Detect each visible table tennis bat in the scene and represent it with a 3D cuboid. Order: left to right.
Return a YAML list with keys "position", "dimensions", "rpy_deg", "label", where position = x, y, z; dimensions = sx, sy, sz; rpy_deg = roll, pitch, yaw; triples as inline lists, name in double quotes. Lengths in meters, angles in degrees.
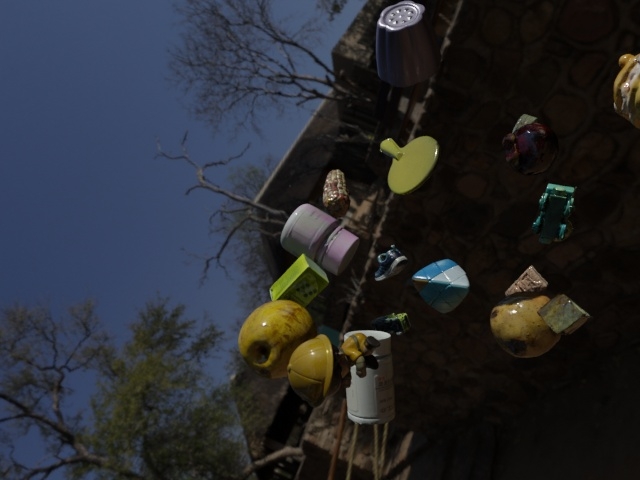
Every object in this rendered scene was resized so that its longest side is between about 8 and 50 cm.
- position: [0.301, -0.286, 1.765]
  dimensions: [0.224, 0.054, 0.368]
  rpy_deg: [-53, 29, 12]
  label: "table tennis bat"

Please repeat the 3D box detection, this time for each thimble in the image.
- position: [0.792, -0.433, 1.925]
  dimensions: [0.110, 0.062, 0.084]
  rpy_deg: [-53, -31, -14]
  label: "thimble"

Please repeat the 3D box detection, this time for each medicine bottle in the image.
- position: [-0.098, 0.208, 2.251]
  dimensions: [0.250, 0.137, 0.141]
  rpy_deg: [-46, 27, 10]
  label: "medicine bottle"
- position: [0.000, 0.000, 2.380]
  dimensions: [0.256, 0.325, 0.256]
  rpy_deg: [-55, -13, -19]
  label: "medicine bottle"
- position: [0.191, 0.524, 1.939]
  dimensions: [0.190, 0.190, 0.332]
  rpy_deg: [-17, -76, -79]
  label: "medicine bottle"

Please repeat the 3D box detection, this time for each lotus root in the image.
- position: [0.862, 0.263, 1.756]
  dimensions: [0.119, 0.138, 0.235]
  rpy_deg: [-52, -28, 16]
  label: "lotus root"

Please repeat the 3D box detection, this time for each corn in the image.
- position: [0.047, -0.145, 1.437]
  dimensions: [0.237, 0.079, 0.079]
  rpy_deg: [-85, 11, -59]
  label: "corn"

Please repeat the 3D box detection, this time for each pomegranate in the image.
- position: [0.833, 0.341, 2.019]
  dimensions: [0.281, 0.281, 0.281]
  rpy_deg: [23, -90, -81]
  label: "pomegranate"

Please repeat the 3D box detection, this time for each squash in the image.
- position: [1.050, -0.072, 2.226]
  dimensions: [0.187, 0.123, 0.123]
  rpy_deg: [25, -93, -49]
  label: "squash"

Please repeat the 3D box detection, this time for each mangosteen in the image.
- position: [0.584, -0.258, 1.393]
  dimensions: [0.152, 0.152, 0.152]
  rpy_deg: [23, -90, -81]
  label: "mangosteen"

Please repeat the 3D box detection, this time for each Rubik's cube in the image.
- position: [0.512, 0.189, 2.097]
  dimensions: [0.254, 0.254, 0.254]
  rpy_deg: [23, -90, -81]
  label: "Rubik's cube"

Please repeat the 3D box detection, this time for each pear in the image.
- position: [-0.148, 0.343, 1.710]
  dimensions: [0.281, 0.281, 0.280]
  rpy_deg: [23, -90, -81]
  label: "pear"

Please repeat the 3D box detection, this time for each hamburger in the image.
- position: [1.043, -0.480, 1.535]
  dimensions: [0.237, 0.276, 0.276]
  rpy_deg: [-106, 31, -60]
  label: "hamburger"

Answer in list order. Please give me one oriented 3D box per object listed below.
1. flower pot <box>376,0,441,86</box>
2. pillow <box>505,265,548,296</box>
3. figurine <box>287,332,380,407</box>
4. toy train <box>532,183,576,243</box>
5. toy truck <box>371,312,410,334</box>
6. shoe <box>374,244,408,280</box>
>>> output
- position: [0.340, -0.791, 1.963]
  dimensions: [0.265, 0.265, 0.243]
  rpy_deg: [-63, -28, -26]
  label: "flower pot"
- position: [0.931, 0.226, 2.257]
  dimensions: [0.043, 0.126, 0.232]
  rpy_deg: [-10, -35, -29]
  label: "pillow"
- position: [0.028, 0.336, 1.358]
  dimensions: [0.257, 0.167, 0.192]
  rpy_deg: [-17, -36, -37]
  label: "figurine"
- position: [0.814, -0.095, 1.723]
  dimensions: [0.163, 0.112, 0.203]
  rpy_deg: [-34, -45, -56]
  label: "toy train"
- position: [0.337, 0.390, 2.335]
  dimensions: [0.116, 0.085, 0.191]
  rpy_deg: [-25, 4, -43]
  label: "toy truck"
- position: [0.291, 0.103, 2.125]
  dimensions: [0.091, 0.106, 0.207]
  rpy_deg: [-16, -26, -32]
  label: "shoe"
